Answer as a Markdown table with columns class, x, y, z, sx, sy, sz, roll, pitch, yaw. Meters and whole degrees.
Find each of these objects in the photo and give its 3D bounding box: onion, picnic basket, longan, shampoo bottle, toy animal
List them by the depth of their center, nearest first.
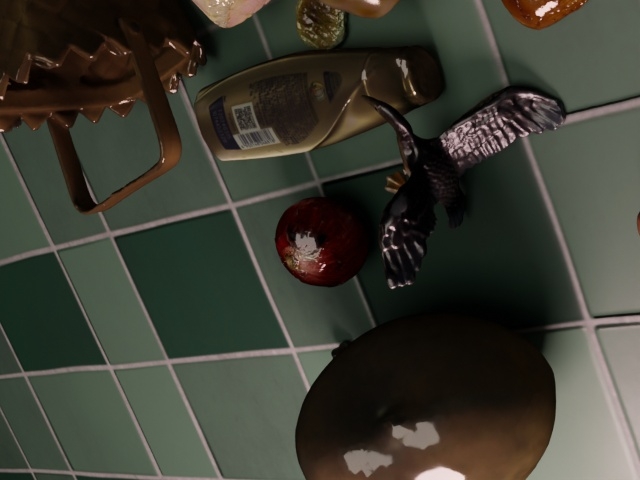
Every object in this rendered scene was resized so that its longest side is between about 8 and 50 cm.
| class | x | y | z | sx | sy | sz | roll | pitch | yaw |
| --- | --- | --- | --- | --- | --- | --- | --- | --- | --- |
| toy animal | 0.112 | -0.084 | 1.065 | 0.197 | 0.272 | 0.160 | 38 | 169 | 5 |
| longan | 0.128 | 0.225 | 1.147 | 0.350 | 0.288 | 0.288 | -34 | 90 | 36 |
| shampoo bottle | -0.011 | -0.178 | 1.160 | 0.350 | 0.084 | 0.126 | -7 | 110 | 41 |
| onion | 0.000 | 0.000 | 1.228 | 0.131 | 0.131 | 0.131 | 19 | 124 | 30 |
| picnic basket | -0.310 | -0.214 | 1.229 | 0.254 | 0.291 | 0.321 | -22 | 86 | 44 |

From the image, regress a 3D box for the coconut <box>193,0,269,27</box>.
| class | x | y | z | sx | sy | sz | roll | pitch | yaw |
| --- | --- | --- | --- | --- | --- | --- | --- | --- | --- |
| coconut | -0.122 | -0.354 | 1.112 | 0.153 | 0.147 | 0.147 | 49 | 134 | 5 |

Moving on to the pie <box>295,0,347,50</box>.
| class | x | y | z | sx | sy | sz | roll | pitch | yaw |
| --- | --- | --- | --- | --- | --- | --- | --- | --- | --- |
| pie | -0.001 | -0.277 | 1.141 | 0.084 | 0.020 | 0.085 | 18 | 123 | 31 |

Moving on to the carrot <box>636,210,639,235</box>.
| class | x | y | z | sx | sy | sz | roll | pitch | yaw |
| --- | --- | --- | --- | --- | --- | --- | --- | --- | --- |
| carrot | 0.417 | 0.059 | 0.968 | 0.248 | 0.059 | 0.059 | 53 | 134 | -1 |

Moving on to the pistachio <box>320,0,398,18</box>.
| class | x | y | z | sx | sy | sz | roll | pitch | yaw |
| --- | --- | --- | --- | --- | --- | --- | --- | --- | --- |
| pistachio | 0.020 | -0.379 | 0.985 | 0.166 | 0.197 | 0.288 | -22 | 87 | 1 |

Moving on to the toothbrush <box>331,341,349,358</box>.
| class | x | y | z | sx | sy | sz | roll | pitch | yaw |
| --- | --- | --- | --- | --- | --- | --- | --- | --- | --- |
| toothbrush | 0.090 | 0.287 | 1.374 | 0.297 | 0.030 | 0.030 | 64 | 160 | -10 |

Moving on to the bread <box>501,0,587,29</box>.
| class | x | y | z | sx | sy | sz | roll | pitch | yaw |
| --- | --- | --- | --- | --- | --- | --- | --- | --- | --- |
| bread | 0.226 | -0.288 | 0.938 | 0.126 | 0.044 | 0.129 | -23 | 95 | 42 |
